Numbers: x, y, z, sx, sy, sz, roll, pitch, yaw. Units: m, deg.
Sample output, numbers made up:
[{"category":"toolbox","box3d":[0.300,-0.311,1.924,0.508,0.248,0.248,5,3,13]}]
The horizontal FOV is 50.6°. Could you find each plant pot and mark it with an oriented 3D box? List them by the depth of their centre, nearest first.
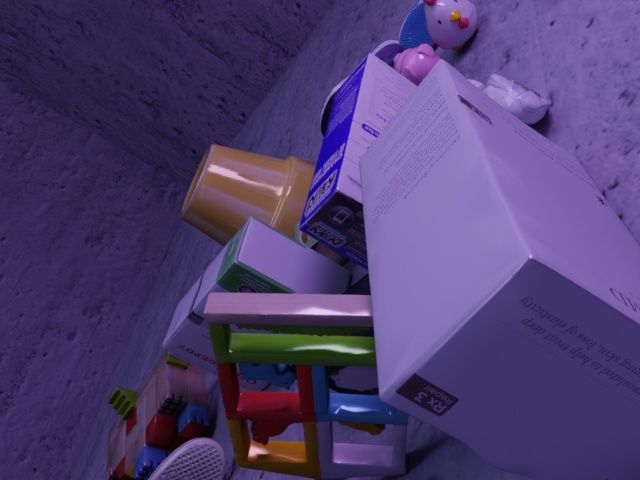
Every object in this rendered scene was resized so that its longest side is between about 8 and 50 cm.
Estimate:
[{"category":"plant pot","box3d":[-0.144,-0.076,1.379,0.254,0.239,0.254,-57,18,30]}]

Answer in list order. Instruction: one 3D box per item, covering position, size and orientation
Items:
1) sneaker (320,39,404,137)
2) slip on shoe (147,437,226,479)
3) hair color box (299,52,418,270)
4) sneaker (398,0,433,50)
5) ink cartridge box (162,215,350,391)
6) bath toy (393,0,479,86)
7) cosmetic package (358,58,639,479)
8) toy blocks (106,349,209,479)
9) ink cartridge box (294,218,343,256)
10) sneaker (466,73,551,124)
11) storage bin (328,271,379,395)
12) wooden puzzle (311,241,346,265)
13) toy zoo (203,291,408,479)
[{"category":"sneaker","box3d":[0.092,-0.310,1.505,0.283,0.107,0.124,-48,27,32]},{"category":"slip on shoe","box3d":[-0.275,0.476,1.230,0.331,0.123,0.101,-59,13,18]},{"category":"hair color box","box3d":[0.097,-0.115,1.033,0.110,0.185,0.339,-44,23,41]},{"category":"sneaker","box3d":[0.240,-0.485,1.421,0.229,0.087,0.092,-54,10,-5]},{"category":"ink cartridge box","box3d":[-0.117,0.123,1.191,0.289,0.211,0.122,-45,23,38]},{"category":"bath toy","box3d":[0.166,-0.298,1.236,0.151,0.129,0.348,37,99,38]},{"category":"cosmetic package","box3d":[0.164,0.009,0.605,0.156,0.217,0.385,-51,21,25]},{"category":"toy blocks","box3d":[-0.354,0.434,1.462,0.381,0.190,0.261,-53,30,22]},{"category":"ink cartridge box","box3d":[0.047,-0.046,1.192,0.209,0.062,0.109,-42,31,23]},{"category":"sneaker","box3d":[0.231,-0.157,0.923,0.232,0.090,0.115,-117,52,-80]},{"category":"storage bin","box3d":[0.070,0.121,0.896,0.180,0.084,0.122,-44,23,43]},{"category":"wooden puzzle","box3d":[0.000,0.000,1.363,0.221,0.044,0.239,-44,28,40]},{"category":"toy zoo","box3d":[-0.004,0.171,0.702,0.030,0.192,0.293,-83,-7,-51]}]
